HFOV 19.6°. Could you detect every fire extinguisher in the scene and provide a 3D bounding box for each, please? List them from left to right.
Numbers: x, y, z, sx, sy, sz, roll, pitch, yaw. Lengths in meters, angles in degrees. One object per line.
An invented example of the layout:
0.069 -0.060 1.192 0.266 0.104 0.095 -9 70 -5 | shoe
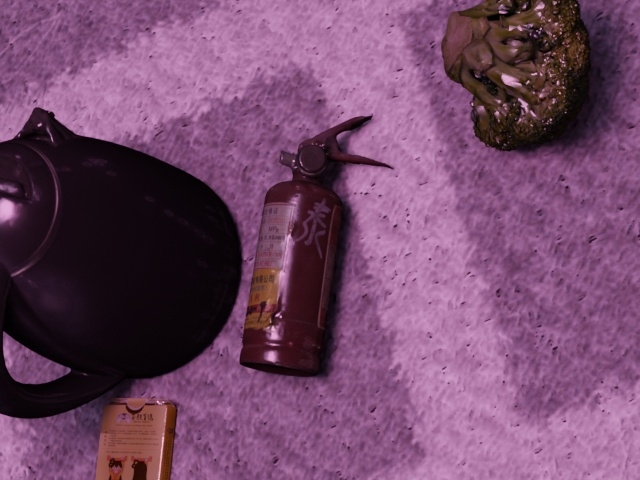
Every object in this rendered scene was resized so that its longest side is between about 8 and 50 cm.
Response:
-0.006 0.000 1.710 0.075 0.106 0.252 -15 64 62 | fire extinguisher

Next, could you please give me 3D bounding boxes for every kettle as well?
-0.231 0.031 1.673 0.207 0.290 0.268 9 82 26 | kettle

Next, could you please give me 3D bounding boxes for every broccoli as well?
0.173 -0.159 1.620 0.146 0.138 0.162 -15 61 57 | broccoli

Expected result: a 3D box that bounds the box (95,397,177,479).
-0.177 0.223 1.748 0.073 0.020 0.149 -1 77 26 | box
